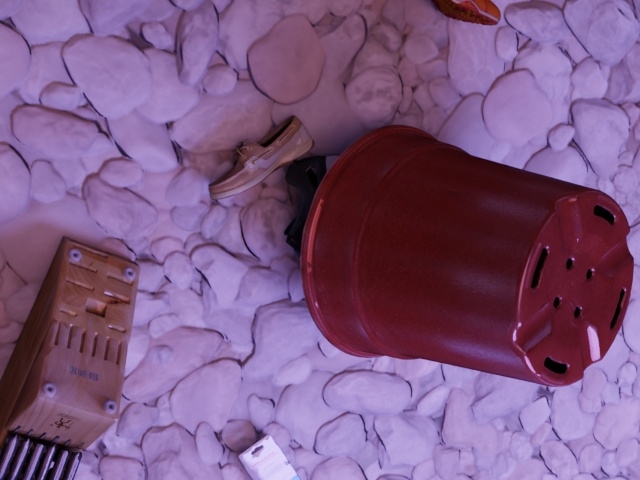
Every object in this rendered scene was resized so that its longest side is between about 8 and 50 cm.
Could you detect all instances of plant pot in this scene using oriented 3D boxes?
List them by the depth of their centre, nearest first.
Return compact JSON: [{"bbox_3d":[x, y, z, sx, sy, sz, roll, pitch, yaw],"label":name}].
[{"bbox_3d":[0.167,0.027,1.195,0.272,0.265,0.272,-13,110,-41],"label":"plant pot"}]

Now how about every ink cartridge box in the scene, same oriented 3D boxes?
[{"bbox_3d":[-0.063,0.268,1.338,0.048,0.028,0.083,-35,114,-11],"label":"ink cartridge box"}]

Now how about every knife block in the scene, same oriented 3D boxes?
[{"bbox_3d":[-0.297,0.167,1.200,0.088,0.242,0.275,23,49,-26],"label":"knife block"}]

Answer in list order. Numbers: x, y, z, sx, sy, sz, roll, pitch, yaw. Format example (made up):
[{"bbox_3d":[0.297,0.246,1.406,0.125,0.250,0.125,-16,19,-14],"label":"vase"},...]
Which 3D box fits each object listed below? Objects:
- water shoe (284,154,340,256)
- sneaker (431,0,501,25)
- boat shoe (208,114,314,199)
[{"bbox_3d":[0.000,0.000,1.286,0.080,0.073,0.203,-1,107,7],"label":"water shoe"},{"bbox_3d":[0.141,-0.296,1.259,0.175,0.064,0.067,28,82,-28],"label":"sneaker"},{"bbox_3d":[-0.071,-0.092,1.234,0.135,0.050,0.045,-35,111,-22],"label":"boat shoe"}]
